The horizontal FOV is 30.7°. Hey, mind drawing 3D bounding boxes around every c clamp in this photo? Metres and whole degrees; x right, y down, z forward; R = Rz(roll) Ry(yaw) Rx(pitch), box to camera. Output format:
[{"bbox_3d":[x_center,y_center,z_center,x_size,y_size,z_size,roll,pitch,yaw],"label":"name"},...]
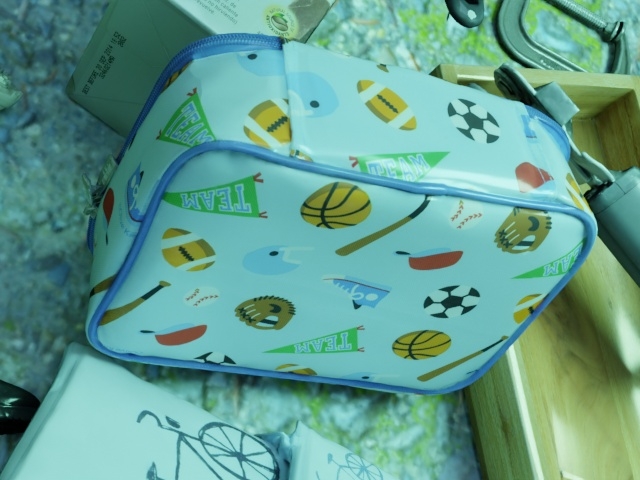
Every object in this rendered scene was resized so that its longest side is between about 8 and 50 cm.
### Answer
[{"bbox_3d":[0.221,-0.201,1.054,0.161,0.022,0.137,32,59,-10],"label":"c clamp"}]

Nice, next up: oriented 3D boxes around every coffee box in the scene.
[{"bbox_3d":[-0.039,-0.208,0.844,0.119,0.168,0.297,37,59,-9],"label":"coffee box"}]

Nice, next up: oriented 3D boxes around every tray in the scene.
[{"bbox_3d":[0.203,0.066,0.903,0.203,0.076,0.411,-1,69,-26],"label":"tray"}]

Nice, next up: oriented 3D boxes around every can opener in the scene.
[{"bbox_3d":[0.205,-0.010,0.866,0.095,0.076,0.283,-38,89,-1],"label":"can opener"}]

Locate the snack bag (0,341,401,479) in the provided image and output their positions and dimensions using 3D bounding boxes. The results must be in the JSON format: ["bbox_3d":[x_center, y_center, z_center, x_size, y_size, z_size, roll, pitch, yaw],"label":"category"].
[{"bbox_3d":[-0.019,0.177,0.638,0.342,0.323,0.037,29,104,-7],"label":"snack bag"}]

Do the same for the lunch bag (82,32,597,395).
[{"bbox_3d":[0.000,0.000,0.742,0.303,0.243,0.115,11,48,-22],"label":"lunch bag"}]

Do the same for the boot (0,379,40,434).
[{"bbox_3d":[-0.228,0.066,0.712,0.121,0.045,0.099,7,64,-22],"label":"boot"}]

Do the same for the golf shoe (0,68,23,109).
[{"bbox_3d":[-0.284,-0.107,0.753,0.176,0.086,0.069,18,22,-39],"label":"golf shoe"}]

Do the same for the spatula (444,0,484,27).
[{"bbox_3d":[0.085,-0.277,0.819,0.084,0.030,0.296,7,67,-29],"label":"spatula"}]
